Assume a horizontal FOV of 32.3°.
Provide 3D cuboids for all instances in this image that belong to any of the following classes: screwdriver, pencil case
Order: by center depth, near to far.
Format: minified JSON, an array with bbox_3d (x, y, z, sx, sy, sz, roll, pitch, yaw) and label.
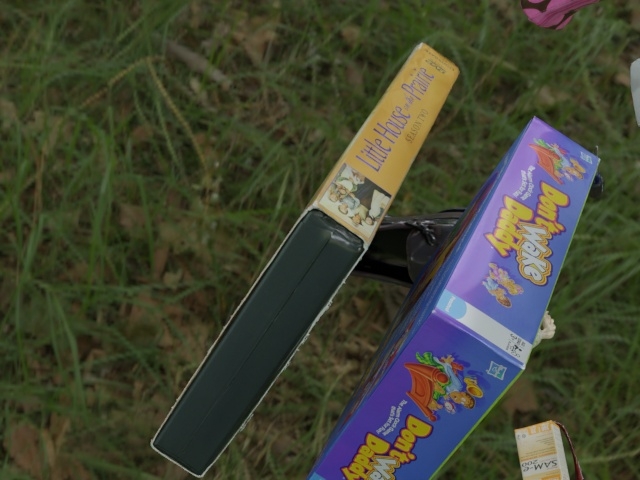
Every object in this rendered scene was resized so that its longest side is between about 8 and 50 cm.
[{"bbox_3d":[0.324,-0.310,1.299,0.095,0.209,0.098,22,74,-23],"label":"pencil case"},{"bbox_3d":[0.344,-0.088,1.369,0.025,0.170,0.024,-33,69,-3],"label":"screwdriver"}]

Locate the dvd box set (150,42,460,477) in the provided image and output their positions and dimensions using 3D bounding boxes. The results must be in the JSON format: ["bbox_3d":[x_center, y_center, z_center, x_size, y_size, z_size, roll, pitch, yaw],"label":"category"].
[{"bbox_3d":[0.000,0.000,1.075,0.062,0.307,0.420,33,31,-1],"label":"dvd box set"}]

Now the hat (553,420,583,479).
[{"bbox_3d":[0.364,0.383,1.460,0.173,0.183,0.208,35,80,-11],"label":"hat"}]

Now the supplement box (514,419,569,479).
[{"bbox_3d":[0.334,0.328,1.661,0.036,0.062,0.098,36,40,-51],"label":"supplement box"}]

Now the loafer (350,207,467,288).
[{"bbox_3d":[0.103,0.019,1.305,0.303,0.109,0.095,6,21,35],"label":"loafer"}]

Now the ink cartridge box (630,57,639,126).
[{"bbox_3d":[0.423,-0.128,0.716,0.307,0.304,0.072,-3,79,-30],"label":"ink cartridge box"}]

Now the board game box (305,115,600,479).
[{"bbox_3d":[0.122,0.065,0.967,0.078,0.233,0.347,33,37,2],"label":"board game box"}]

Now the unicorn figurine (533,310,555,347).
[{"bbox_3d":[0.221,0.131,1.382,0.162,0.060,0.111,-34,50,8],"label":"unicorn figurine"}]
